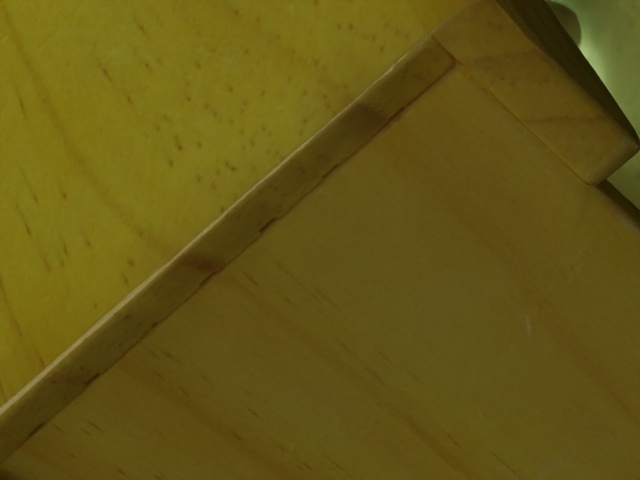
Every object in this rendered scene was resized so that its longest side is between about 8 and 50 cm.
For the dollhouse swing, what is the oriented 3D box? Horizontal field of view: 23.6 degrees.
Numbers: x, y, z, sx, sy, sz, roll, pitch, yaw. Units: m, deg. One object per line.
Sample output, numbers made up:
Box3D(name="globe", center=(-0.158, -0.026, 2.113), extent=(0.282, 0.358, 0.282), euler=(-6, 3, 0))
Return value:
Box3D(name="dollhouse swing", center=(0.000, 0.000, 0.799), extent=(0.347, 0.305, 0.315), euler=(-41, 49, 19))
